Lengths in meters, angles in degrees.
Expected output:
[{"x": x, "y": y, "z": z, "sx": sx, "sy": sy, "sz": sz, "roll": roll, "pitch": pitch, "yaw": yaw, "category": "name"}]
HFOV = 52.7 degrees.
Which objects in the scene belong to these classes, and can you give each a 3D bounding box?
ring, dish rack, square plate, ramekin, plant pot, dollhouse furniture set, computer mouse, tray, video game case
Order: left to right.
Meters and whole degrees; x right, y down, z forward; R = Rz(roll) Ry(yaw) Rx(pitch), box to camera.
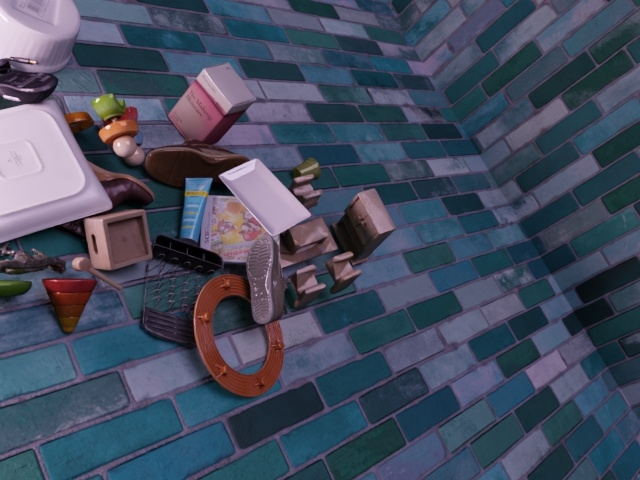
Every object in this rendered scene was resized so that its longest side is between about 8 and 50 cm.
[{"x": -0.724, "y": -0.177, "z": 1.535, "sx": 0.344, "sy": 0.049, "sz": 0.347, "roll": -23, "pitch": 75, "yaw": -36, "category": "square plate"}, {"x": -0.759, "y": -0.407, "z": 1.655, "sx": 0.262, "sy": 0.060, "sz": 0.184, "roll": 8, "pitch": 40, "yaw": 15, "category": "computer mouse"}, {"x": -0.805, "y": -0.611, "z": 1.787, "sx": 0.277, "sy": 0.135, "sz": 0.277, "roll": 25, "pitch": 46, "yaw": -29, "category": "ramekin"}, {"x": -0.362, "y": 0.135, "z": 1.688, "sx": 0.208, "sy": 0.074, "sz": 0.271, "roll": 21, "pitch": 48, "yaw": -31, "category": "dish rack"}, {"x": -0.231, "y": -0.030, "z": 1.867, "sx": 0.227, "sy": 0.026, "sz": 0.206, "roll": 2, "pitch": 68, "yaw": -9, "category": "video game case"}, {"x": -0.203, "y": 0.248, "z": 1.726, "sx": 0.337, "sy": 0.032, "sz": 0.336, "roll": 33, "pitch": 45, "yaw": -41, "category": "ring"}, {"x": -0.164, "y": -0.124, "z": 1.885, "sx": 0.145, "sy": 0.030, "sz": 0.270, "roll": -30, "pitch": 64, "yaw": -28, "category": "tray"}, {"x": -0.056, "y": -0.242, "z": 2.276, "sx": 0.079, "sy": 0.083, "sz": 0.083, "roll": -27, "pitch": 81, "yaw": -39, "category": "plant pot"}, {"x": 0.000, "y": 0.000, "z": 2.084, "sx": 0.394, "sy": 0.256, "sz": 0.362, "roll": -18, "pitch": 72, "yaw": -27, "category": "dollhouse furniture set"}]

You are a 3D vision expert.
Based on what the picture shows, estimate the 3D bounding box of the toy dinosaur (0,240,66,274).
[{"x": -0.675, "y": 0.049, "z": 1.420, "sx": 0.118, "sy": 0.064, "sz": 0.268, "roll": 14, "pitch": 8, "yaw": 15, "category": "toy dinosaur"}]

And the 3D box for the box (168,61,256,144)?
[{"x": -0.338, "y": -0.414, "z": 2.006, "sx": 0.148, "sy": 0.232, "sz": 0.127, "roll": 52, "pitch": 38, "yaw": 2, "category": "box"}]

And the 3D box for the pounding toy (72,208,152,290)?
[{"x": -0.528, "y": 0.031, "z": 1.590, "sx": 0.206, "sy": 0.094, "sz": 0.180, "roll": -20, "pitch": 108, "yaw": -49, "category": "pounding toy"}]

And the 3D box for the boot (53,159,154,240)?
[{"x": -0.566, "y": -0.084, "z": 1.676, "sx": 0.249, "sy": 0.090, "sz": 0.206, "roll": 25, "pitch": 58, "yaw": -31, "category": "boot"}]

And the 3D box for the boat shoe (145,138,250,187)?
[{"x": -0.379, "y": -0.242, "z": 1.951, "sx": 0.342, "sy": 0.123, "sz": 0.123, "roll": -5, "pitch": 35, "yaw": -38, "category": "boat shoe"}]

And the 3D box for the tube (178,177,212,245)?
[{"x": -0.361, "y": -0.088, "z": 1.843, "sx": 0.080, "sy": 0.052, "sz": 0.207, "roll": 3, "pitch": 65, "yaw": 2, "category": "tube"}]

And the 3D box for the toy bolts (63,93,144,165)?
[{"x": -0.574, "y": -0.275, "z": 1.762, "sx": 0.228, "sy": 0.218, "sz": 0.158, "roll": -13, "pitch": 83, "yaw": -82, "category": "toy bolts"}]

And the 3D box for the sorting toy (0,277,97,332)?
[{"x": -0.666, "y": 0.146, "z": 1.393, "sx": 0.366, "sy": 0.127, "sz": 0.126, "roll": 0, "pitch": 90, "yaw": -41, "category": "sorting toy"}]

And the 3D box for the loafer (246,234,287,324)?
[{"x": -0.145, "y": 0.111, "z": 1.793, "sx": 0.087, "sy": 0.094, "sz": 0.251, "roll": 21, "pitch": 64, "yaw": -55, "category": "loafer"}]
